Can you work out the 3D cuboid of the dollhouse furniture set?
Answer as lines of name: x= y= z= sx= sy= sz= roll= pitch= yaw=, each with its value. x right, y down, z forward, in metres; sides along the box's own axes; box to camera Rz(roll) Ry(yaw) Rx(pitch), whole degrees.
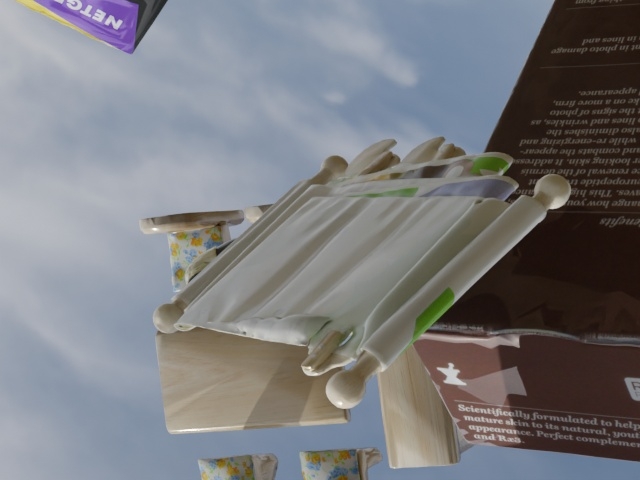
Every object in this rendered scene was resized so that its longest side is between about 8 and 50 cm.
dollhouse furniture set: x=-0.011 y=0.136 z=1.505 sx=0.394 sy=0.362 sz=0.256 roll=-7 pitch=180 yaw=25

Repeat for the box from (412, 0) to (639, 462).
box: x=0.225 y=-0.038 z=1.003 sx=0.191 sy=0.143 sz=0.381 roll=3 pitch=-133 yaw=33

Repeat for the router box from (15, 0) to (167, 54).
router box: x=-0.041 y=-0.266 z=0.603 sx=0.081 sy=0.243 sz=0.308 roll=24 pitch=-136 yaw=-20

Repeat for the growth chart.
growth chart: x=0.014 y=0.003 z=0.697 sx=0.172 sy=0.021 sz=0.237 roll=-39 pitch=-160 yaw=-20

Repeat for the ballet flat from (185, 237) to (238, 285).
ballet flat: x=0.000 y=0.000 z=0.887 sx=0.173 sy=0.057 sz=0.049 roll=-16 pitch=-124 yaw=-10
